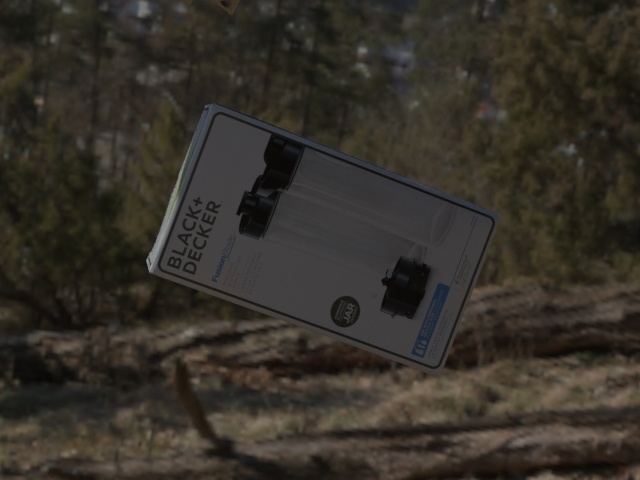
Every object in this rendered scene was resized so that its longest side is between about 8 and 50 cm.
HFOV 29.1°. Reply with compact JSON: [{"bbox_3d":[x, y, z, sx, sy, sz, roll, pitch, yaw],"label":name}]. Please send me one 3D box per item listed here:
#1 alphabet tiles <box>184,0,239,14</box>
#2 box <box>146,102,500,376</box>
[{"bbox_3d":[-0.229,-0.413,1.503,0.342,0.011,0.285,37,-18,-4],"label":"alphabet tiles"},{"bbox_3d":[0.000,0.000,1.152,0.290,0.169,0.087,22,2,-10],"label":"box"}]
